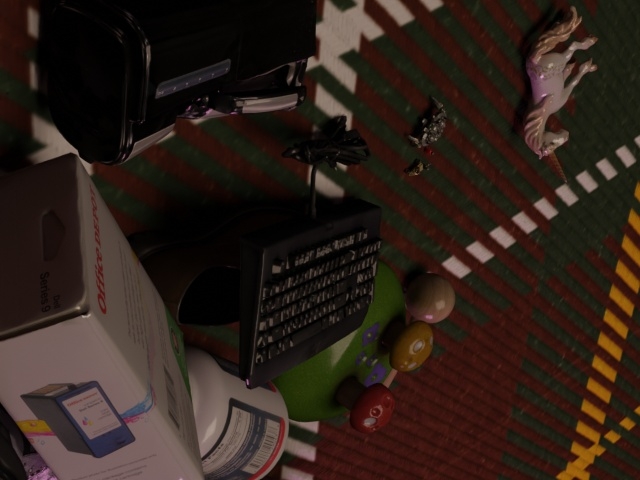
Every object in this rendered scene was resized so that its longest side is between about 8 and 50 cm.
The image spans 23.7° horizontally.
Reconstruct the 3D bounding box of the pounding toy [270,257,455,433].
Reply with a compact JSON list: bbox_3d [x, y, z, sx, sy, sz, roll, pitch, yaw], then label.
[{"bbox_3d":[0.061,0.119,1.509,0.237,0.110,0.183,5,113,-56],"label":"pounding toy"}]

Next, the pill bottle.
[{"bbox_3d":[-0.111,0.145,1.287,0.108,0.108,0.180,-58,149,-1],"label":"pill bottle"}]

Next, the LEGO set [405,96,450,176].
[{"bbox_3d":[0.107,-0.097,1.466,0.054,0.023,0.083,-38,144,-31],"label":"LEGO set"}]

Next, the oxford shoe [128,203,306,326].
[{"bbox_3d":[-0.068,0.031,1.262,0.227,0.096,0.083,-21,131,-48],"label":"oxford shoe"}]

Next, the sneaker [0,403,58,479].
[{"bbox_3d":[-0.232,0.166,1.069,0.101,0.153,0.268,-27,145,8],"label":"sneaker"}]

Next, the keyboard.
[{"bbox_3d":[0.000,0.000,1.283,0.317,0.033,0.202,-22,114,-71],"label":"keyboard"}]

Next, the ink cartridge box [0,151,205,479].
[{"bbox_3d":[-0.163,0.069,1.058,0.093,0.154,0.212,-17,136,4],"label":"ink cartridge box"}]

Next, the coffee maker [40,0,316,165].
[{"bbox_3d":[-0.099,-0.154,1.055,0.178,0.120,0.171,-24,112,-45],"label":"coffee maker"}]

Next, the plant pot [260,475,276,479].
[{"bbox_3d":[-0.018,0.378,1.476,0.272,0.265,0.272,-35,142,-33],"label":"plant pot"}]

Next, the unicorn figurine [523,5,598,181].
[{"bbox_3d":[0.244,-0.161,1.585,0.111,0.060,0.162,-45,131,-20],"label":"unicorn figurine"}]
